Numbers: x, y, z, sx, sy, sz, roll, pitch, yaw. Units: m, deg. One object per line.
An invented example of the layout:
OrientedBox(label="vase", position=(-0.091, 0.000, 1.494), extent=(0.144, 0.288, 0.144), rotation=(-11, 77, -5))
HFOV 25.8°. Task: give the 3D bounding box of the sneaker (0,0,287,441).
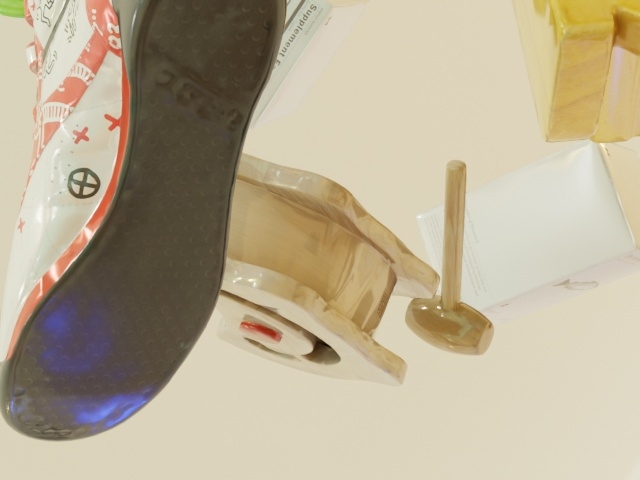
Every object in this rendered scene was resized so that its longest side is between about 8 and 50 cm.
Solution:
OrientedBox(label="sneaker", position=(-0.099, -0.046, 0.656), extent=(0.090, 0.145, 0.270), rotation=(4, -57, -29))

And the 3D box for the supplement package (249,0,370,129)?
OrientedBox(label="supplement package", position=(-0.101, -0.229, 1.253), extent=(0.244, 0.139, 0.134), rotation=(38, -71, 6))

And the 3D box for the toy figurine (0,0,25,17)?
OrientedBox(label="toy figurine", position=(-0.209, -0.282, 1.077), extent=(0.130, 0.159, 0.173), rotation=(18, -135, 12))

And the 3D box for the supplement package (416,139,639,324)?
OrientedBox(label="supplement package", position=(0.194, -0.004, 1.209), extent=(0.179, 0.105, 0.105), rotation=(-25, -107, 28))

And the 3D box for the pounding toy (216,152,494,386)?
OrientedBox(label="pounding toy", position=(0.000, 0.000, 0.920), extent=(0.269, 0.154, 0.155), rotation=(40, -114, -51))

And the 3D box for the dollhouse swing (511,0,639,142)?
OrientedBox(label="dollhouse swing", position=(0.296, -0.101, 0.855), extent=(0.346, 0.315, 0.305), rotation=(-5, -47, 3))
